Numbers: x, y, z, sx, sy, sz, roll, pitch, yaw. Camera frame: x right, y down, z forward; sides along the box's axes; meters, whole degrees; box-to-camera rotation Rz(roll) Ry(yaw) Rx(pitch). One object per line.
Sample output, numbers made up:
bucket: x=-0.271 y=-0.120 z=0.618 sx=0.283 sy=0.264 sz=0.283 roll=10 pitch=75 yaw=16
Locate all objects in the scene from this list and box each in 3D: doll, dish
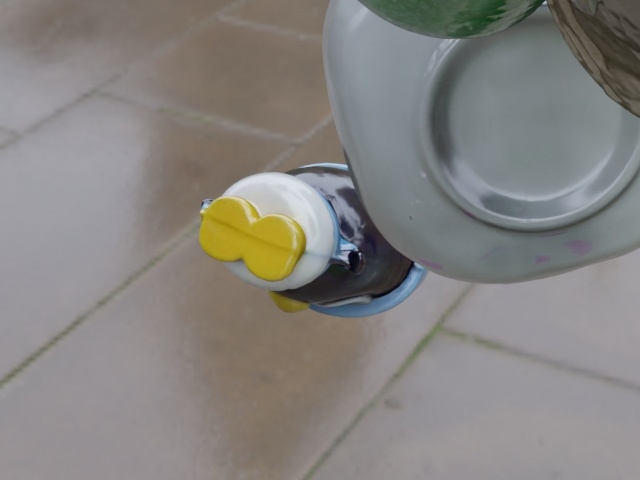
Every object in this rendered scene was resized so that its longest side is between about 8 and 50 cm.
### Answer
doll: x=0.000 y=0.000 z=1.319 sx=0.177 sy=0.141 sz=0.314 roll=22 pitch=9 yaw=23
dish: x=0.121 y=-0.083 z=0.855 sx=0.256 sy=0.256 sz=0.117 roll=2 pitch=16 yaw=2

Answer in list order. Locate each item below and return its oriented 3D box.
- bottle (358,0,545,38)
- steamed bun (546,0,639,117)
bottle: x=0.075 y=-0.143 z=0.303 sx=0.093 sy=0.093 sz=0.330 roll=-8 pitch=-12 yaw=-16
steamed bun: x=0.183 y=-0.194 z=0.508 sx=0.236 sy=0.247 sz=0.383 roll=35 pitch=-13 yaw=-12
